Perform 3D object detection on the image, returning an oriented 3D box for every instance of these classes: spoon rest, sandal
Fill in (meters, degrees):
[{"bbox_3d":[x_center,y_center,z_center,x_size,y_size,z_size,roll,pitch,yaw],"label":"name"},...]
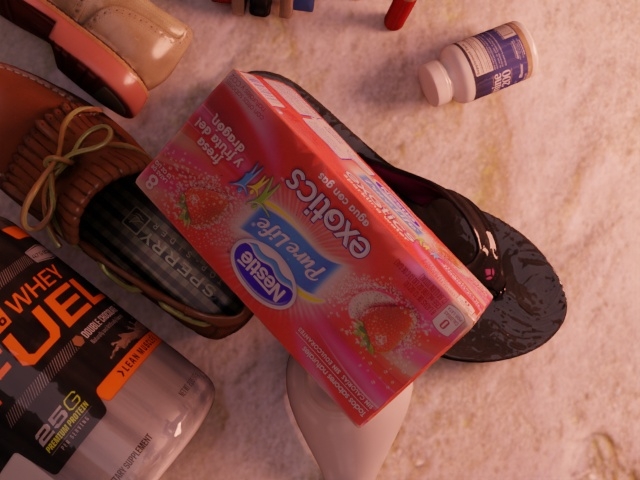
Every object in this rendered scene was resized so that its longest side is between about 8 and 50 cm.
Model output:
[{"bbox_3d":[0.022,0.210,0.930,0.137,0.084,0.276,2,75,16],"label":"spoon rest"},{"bbox_3d":[0.064,-0.015,0.945,0.445,0.107,0.168,33,81,-2],"label":"sandal"}]

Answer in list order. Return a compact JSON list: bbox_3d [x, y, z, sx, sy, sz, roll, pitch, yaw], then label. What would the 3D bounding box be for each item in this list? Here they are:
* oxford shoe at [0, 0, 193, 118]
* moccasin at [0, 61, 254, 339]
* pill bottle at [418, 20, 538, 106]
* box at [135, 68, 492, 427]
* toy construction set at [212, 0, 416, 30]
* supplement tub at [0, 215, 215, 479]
[{"bbox_3d":[-0.286,-0.286,0.939,0.348,0.123,0.130,44,76,-10],"label":"oxford shoe"},{"bbox_3d":[-0.218,-0.041,0.896,0.139,0.147,0.380,-44,90,-9],"label":"moccasin"},{"bbox_3d":[0.172,-0.191,0.997,0.120,0.067,0.067,-23,86,-8],"label":"pill bottle"},{"bbox_3d":[0.000,0.000,0.834,0.300,0.154,0.142,47,106,8],"label":"box"},{"bbox_3d":[-0.013,-0.354,0.910,0.309,0.237,0.257,34,81,-2],"label":"toy construction set"},{"bbox_3d":[-0.283,0.117,0.841,0.338,0.207,0.207,38,81,-1],"label":"supplement tub"}]
